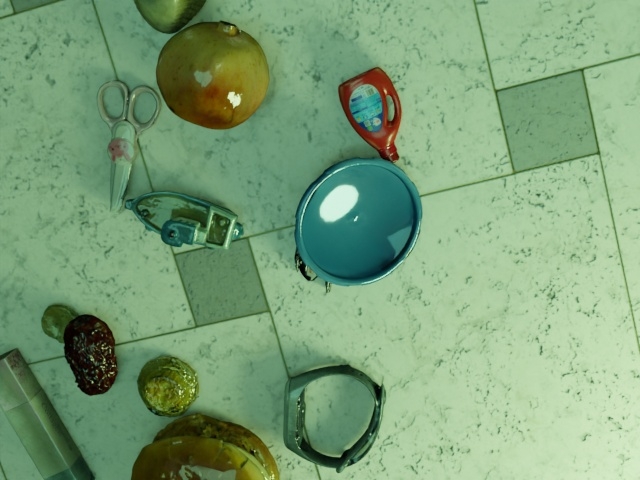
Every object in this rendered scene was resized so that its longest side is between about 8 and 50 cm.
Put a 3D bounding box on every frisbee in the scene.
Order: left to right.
[{"bbox_3d":[0.065,-0.035,1.682,0.242,0.045,0.242,-6,110,-18],"label":"frisbee"}]

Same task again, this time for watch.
[{"bbox_3d":[0.026,0.341,1.806,0.193,0.068,0.206,4,104,7],"label":"watch"}]

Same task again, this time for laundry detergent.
[{"bbox_3d":[0.100,-0.213,1.655,0.097,0.049,0.165,-24,103,9],"label":"laundry detergent"}]

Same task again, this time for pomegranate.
[{"bbox_3d":[-0.182,-0.283,1.608,0.191,0.191,0.191,2,105,7],"label":"pomegranate"}]

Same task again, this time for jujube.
[{"bbox_3d":[-0.437,0.223,1.825,0.104,0.104,0.166,-7,117,10],"label":"jujube"}]

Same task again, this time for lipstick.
[{"bbox_3d":[-0.564,0.371,1.892,0.068,0.066,0.317,-25,100,14],"label":"lipstick"}]

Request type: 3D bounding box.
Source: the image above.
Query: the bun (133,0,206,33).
[{"bbox_3d":[-0.250,-0.439,1.563,0.128,0.193,0.178,36,103,-3],"label":"bun"}]

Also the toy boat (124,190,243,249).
[{"bbox_3d":[-0.252,-0.037,1.722,0.215,0.102,0.088,18,104,3],"label":"toy boat"}]

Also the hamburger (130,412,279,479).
[{"bbox_3d":[-0.228,0.504,1.833,0.289,0.170,0.314,6,107,12],"label":"hamburger"}]

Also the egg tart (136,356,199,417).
[{"bbox_3d":[-0.298,0.289,1.842,0.130,0.052,0.130,2,102,7],"label":"egg tart"}]

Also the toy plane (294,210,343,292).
[{"bbox_3d":[-0.001,-0.001,1.725,0.078,0.053,0.197,9,107,-7],"label":"toy plane"}]

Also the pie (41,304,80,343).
[{"bbox_3d":[-0.506,0.162,1.852,0.084,0.020,0.084,2,107,6],"label":"pie"}]

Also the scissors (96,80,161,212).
[{"bbox_3d":[-0.364,-0.169,1.736,0.118,0.030,0.242,12,104,5],"label":"scissors"}]
